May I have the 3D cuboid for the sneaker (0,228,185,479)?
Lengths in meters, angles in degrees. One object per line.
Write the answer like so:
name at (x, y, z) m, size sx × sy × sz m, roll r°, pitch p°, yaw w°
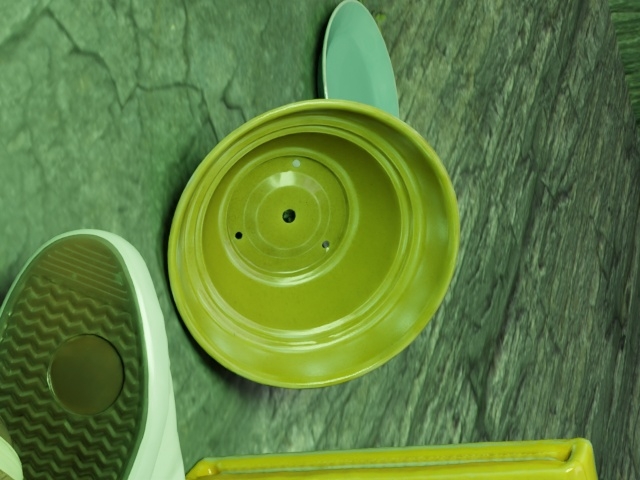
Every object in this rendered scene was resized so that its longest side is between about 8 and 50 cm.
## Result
sneaker at (-0.127, 0.137, 0.821) m, size 0.123 × 0.106 × 0.290 m, roll -8°, pitch 99°, yaw -77°

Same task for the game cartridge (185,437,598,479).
game cartridge at (0.071, 0.295, 0.990) m, size 0.053 × 0.285 × 0.323 m, roll -44°, pitch 124°, yaw -63°

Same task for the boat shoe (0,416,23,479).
boat shoe at (-0.228, 0.045, 0.624) m, size 0.257 × 0.095 × 0.095 m, roll 57°, pitch 11°, yaw -45°

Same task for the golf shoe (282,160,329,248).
golf shoe at (0.000, 0.000, 1.182) m, size 0.086 × 0.069 × 0.176 m, roll -82°, pitch 155°, yaw -44°

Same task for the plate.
plate at (0.032, -0.131, 1.340) m, size 0.188 × 0.024 × 0.188 m, roll -6°, pitch 90°, yaw -66°

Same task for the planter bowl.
planter bowl at (-0.014, -0.007, 1.056) m, size 0.090 × 0.217 × 0.217 m, roll -133°, pitch -155°, yaw -65°
